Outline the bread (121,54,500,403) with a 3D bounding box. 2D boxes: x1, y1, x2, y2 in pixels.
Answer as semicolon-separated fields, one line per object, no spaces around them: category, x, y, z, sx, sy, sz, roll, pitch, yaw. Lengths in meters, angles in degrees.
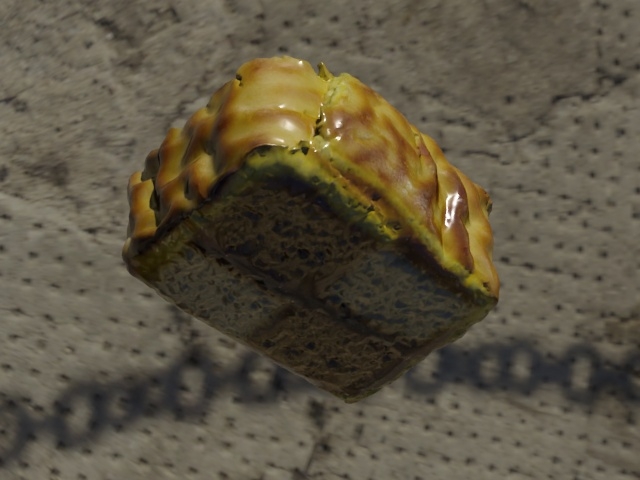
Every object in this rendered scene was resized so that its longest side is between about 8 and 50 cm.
bread;0.000;0.000;0.950;0.222;0.181;0.096;33;39;-31
